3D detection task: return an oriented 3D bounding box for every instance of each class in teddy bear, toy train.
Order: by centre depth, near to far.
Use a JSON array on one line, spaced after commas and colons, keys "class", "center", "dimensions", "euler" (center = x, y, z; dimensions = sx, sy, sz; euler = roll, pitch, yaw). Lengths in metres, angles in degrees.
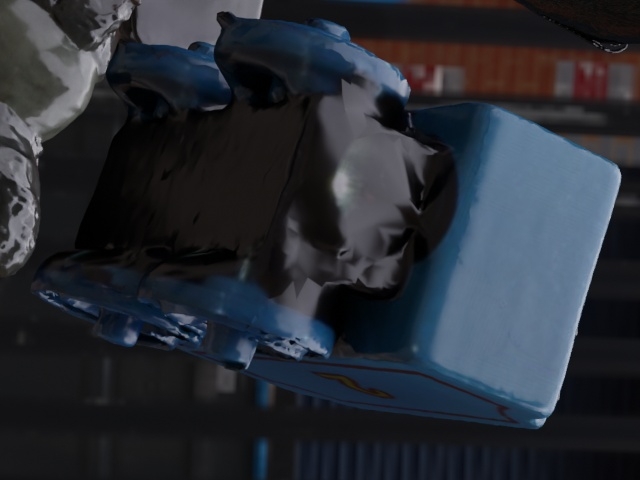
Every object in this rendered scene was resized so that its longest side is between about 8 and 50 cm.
[{"class": "toy train", "center": [0.000, 0.000, 1.037], "dimensions": [0.300, 0.265, 0.188], "euler": [-1, -111, 60]}, {"class": "teddy bear", "center": [-0.231, -0.094, 1.209], "dimensions": [0.171, 0.144, 0.251], "euler": [-28, -141, 57]}]

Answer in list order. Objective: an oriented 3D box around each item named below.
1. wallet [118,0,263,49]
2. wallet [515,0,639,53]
[{"class": "wallet", "center": [-0.109, -0.375, 1.855], "dimensions": [0.051, 0.197, 0.377], "euler": [30, -60, 37]}, {"class": "wallet", "center": [0.223, -0.163, 1.124], "dimensions": [0.318, 0.172, 0.045], "euler": [6, -105, 61]}]
